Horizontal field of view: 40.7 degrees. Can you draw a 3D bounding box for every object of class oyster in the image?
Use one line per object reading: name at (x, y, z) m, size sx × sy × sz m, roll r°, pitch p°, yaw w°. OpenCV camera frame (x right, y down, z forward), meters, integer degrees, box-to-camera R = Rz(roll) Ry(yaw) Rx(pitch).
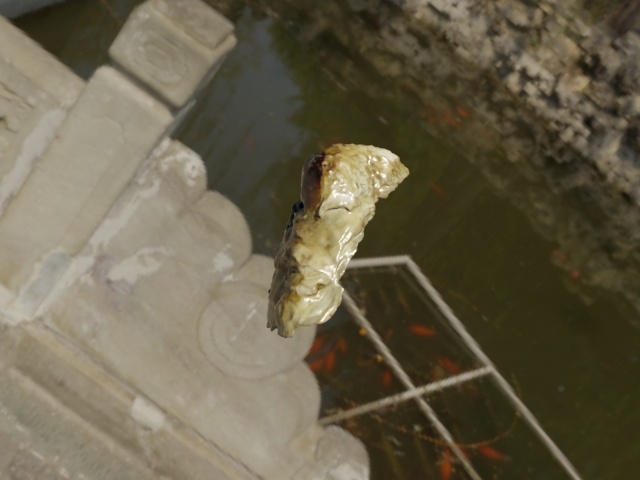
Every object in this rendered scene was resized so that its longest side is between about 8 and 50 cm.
oyster at (0.000, -0.008, 0.922) m, size 0.107 × 0.232 × 0.161 m, roll 36°, pitch -8°, yaw -19°
